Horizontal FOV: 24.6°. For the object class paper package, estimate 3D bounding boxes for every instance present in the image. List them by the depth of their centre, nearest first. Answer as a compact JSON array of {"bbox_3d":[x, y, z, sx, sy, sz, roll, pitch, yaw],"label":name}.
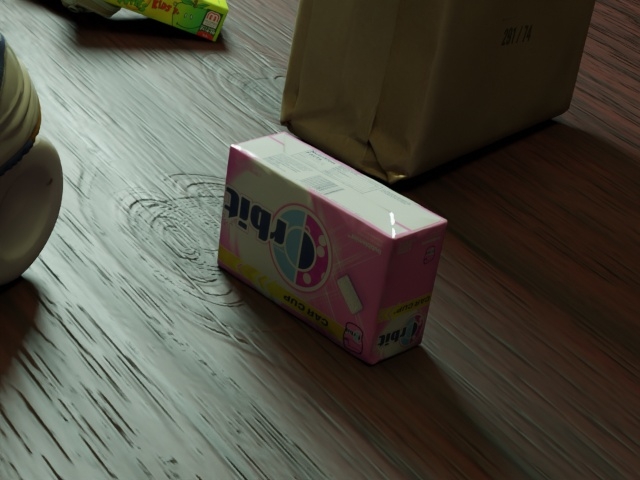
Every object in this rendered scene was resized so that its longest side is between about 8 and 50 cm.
[{"bbox_3d":[0.135,-0.252,1.448,0.168,0.309,0.325,26,30,29],"label":"paper package"}]

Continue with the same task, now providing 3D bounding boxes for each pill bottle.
[{"bbox_3d":[-0.317,-0.054,1.116,0.221,0.121,0.121,19,28,18],"label":"pill bottle"}]

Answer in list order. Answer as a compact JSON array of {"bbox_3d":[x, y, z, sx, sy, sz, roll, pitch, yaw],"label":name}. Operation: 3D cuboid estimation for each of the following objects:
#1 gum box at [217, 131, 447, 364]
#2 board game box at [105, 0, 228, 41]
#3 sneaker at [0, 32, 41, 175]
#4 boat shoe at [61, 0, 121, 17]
[{"bbox_3d":[0.000,0.000,1.131,0.062,0.107,0.188,-17,37,-42],"label":"gum box"},{"bbox_3d":[-0.198,-0.287,1.647,0.181,0.043,0.092,18,23,-20],"label":"board game box"},{"bbox_3d":[-0.320,-0.043,0.963,0.112,0.131,0.296,34,70,22],"label":"sneaker"},{"bbox_3d":[-0.290,-0.284,1.673,0.153,0.048,0.056,29,20,21],"label":"boat shoe"}]
